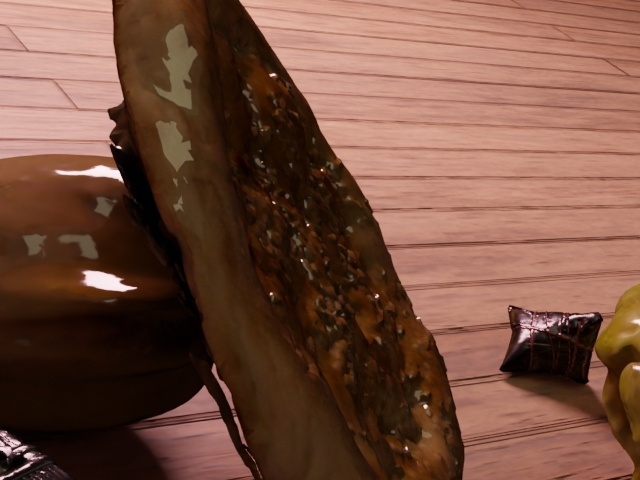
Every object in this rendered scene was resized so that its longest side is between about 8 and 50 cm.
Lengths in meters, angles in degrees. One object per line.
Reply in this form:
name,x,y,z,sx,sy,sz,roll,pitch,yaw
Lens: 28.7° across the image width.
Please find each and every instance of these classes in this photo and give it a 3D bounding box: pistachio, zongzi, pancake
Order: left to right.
pistachio,-0.179,0.028,0.740,0.260,0.163,0.213,5,7,-1
pancake,-0.011,0.018,0.711,0.071,0.382,0.382,-24,26,12
zongzi,0.175,0.074,1.003,0.083,0.067,0.073,-3,37,-7

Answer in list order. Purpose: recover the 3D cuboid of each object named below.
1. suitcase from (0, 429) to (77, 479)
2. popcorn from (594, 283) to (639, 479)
suitcase,-0.154,0.149,0.540,0.059,0.126,0.086,30,27,22
popcorn,0.308,0.095,0.861,0.235,0.242,0.250,64,8,23
